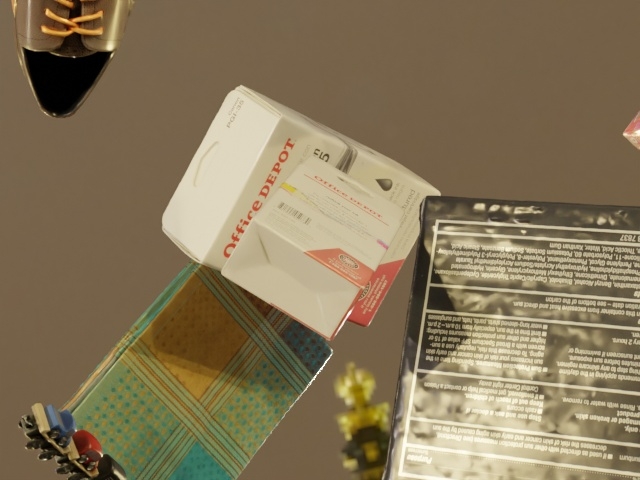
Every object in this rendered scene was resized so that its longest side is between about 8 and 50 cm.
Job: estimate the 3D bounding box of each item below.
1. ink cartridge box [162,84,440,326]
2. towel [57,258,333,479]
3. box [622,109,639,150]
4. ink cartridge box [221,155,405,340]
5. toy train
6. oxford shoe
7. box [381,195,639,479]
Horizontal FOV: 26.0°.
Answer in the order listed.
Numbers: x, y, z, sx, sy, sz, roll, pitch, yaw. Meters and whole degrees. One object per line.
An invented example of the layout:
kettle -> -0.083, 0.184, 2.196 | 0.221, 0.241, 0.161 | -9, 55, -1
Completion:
ink cartridge box -> -0.022, -0.036, 1.711 | 0.283, 0.117, 0.207 | 23, -80, -39
towel -> -0.159, 0.192, 1.809 | 0.040, 0.370, 0.271 | 6, -41, 49
box -> 0.541, -0.098, 1.679 | 0.300, 0.154, 0.142 | 39, -11, -9
ink cartridge box -> 0.000, 0.000, 1.266 | 0.115, 0.198, 0.067 | 32, -64, 2
toy train -> -0.180, 0.159, 1.029 | 0.036, 0.027, 0.158 | -26, -31, 1
oxford shoe -> -0.188, -0.227, 1.136 | 0.129, 0.133, 0.364 | 2, -24, -13
box -> 0.237, 0.127, 1.318 | 0.296, 0.294, 0.182 | 4, -14, 24
